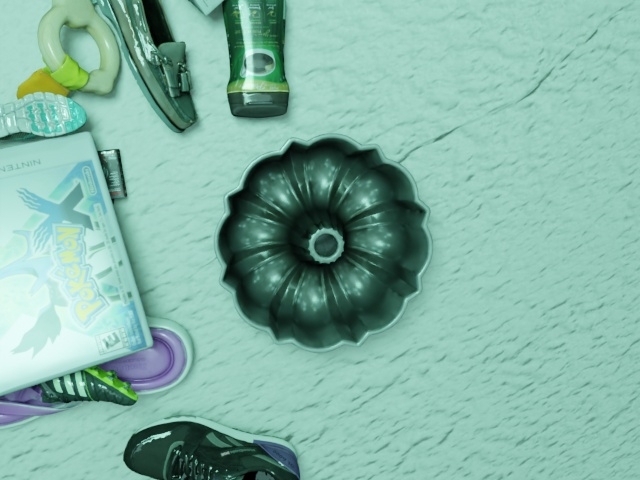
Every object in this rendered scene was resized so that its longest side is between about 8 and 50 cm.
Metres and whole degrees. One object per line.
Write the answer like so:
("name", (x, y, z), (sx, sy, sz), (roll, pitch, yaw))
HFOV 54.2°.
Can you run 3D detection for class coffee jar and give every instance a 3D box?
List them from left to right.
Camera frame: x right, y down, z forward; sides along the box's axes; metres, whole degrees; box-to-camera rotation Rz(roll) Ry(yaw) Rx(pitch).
("coffee jar", (-0.096, -0.278, 0.939), (0.096, 0.079, 0.184), (-3, 98, -10))

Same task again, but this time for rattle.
("rattle", (-0.374, -0.303, 0.917), (0.130, 0.143, 0.199), (-5, 83, -40))

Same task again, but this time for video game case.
("video game case", (-0.422, 0.035, 0.855), (0.300, 0.036, 0.328), (-16, 85, -19))

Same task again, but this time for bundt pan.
("bundt pan", (0.000, 0.000, 0.975), (0.331, 0.124, 0.330), (-1, 98, -9))

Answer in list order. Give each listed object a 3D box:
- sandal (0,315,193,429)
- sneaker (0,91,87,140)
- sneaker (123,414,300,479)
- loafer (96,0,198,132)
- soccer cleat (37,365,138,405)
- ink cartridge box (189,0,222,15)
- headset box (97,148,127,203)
("sandal", (-0.407, 0.197, 0.951), (0.417, 0.102, 0.169), (-13, 100, -7))
("sneaker", (-0.415, -0.176, 0.903), (0.167, 0.076, 0.064), (-3, 95, 2))
("sneaker", (-0.167, 0.353, 0.981), (0.284, 0.124, 0.107), (9, 96, -10))
("loafer", (-0.237, -0.287, 0.892), (0.084, 0.096, 0.267), (-21, 109, 13))
("soccer cleat", (-0.351, 0.206, 0.895), (0.179, 0.060, 0.072), (25, 84, -6))
("ink cartridge box", (-0.145, -0.426, 0.882), (0.175, 0.072, 0.127), (-43, 61, -1))
("headset box", (-0.333, -0.095, 0.953), (0.062, 0.032, 0.083), (-8, 98, -8))
